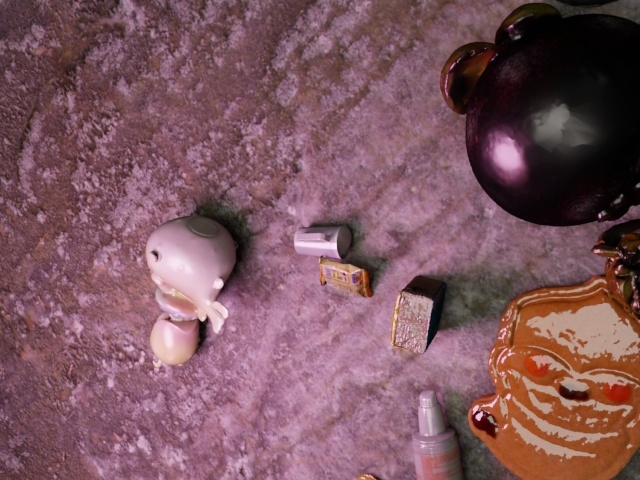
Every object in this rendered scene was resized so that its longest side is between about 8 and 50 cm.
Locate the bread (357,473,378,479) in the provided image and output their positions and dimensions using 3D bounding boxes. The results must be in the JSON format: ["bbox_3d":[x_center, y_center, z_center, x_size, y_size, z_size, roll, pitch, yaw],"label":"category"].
[{"bbox_3d":[0.081,0.620,1.751,0.149,0.065,0.188,18,107,25],"label":"bread"}]

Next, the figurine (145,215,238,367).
[{"bbox_3d":[-0.303,0.147,1.762,0.274,0.226,0.394,44,125,40],"label":"figurine"}]

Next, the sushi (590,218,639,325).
[{"bbox_3d":[0.605,0.064,1.364,0.203,0.200,0.213,-9,89,32],"label":"sushi"}]

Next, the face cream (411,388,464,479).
[{"bbox_3d":[0.244,0.441,1.630,0.101,0.101,0.252,-7,96,24],"label":"face cream"}]

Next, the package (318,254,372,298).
[{"bbox_3d":[0.051,0.079,1.665,0.120,0.031,0.108,15,147,20],"label":"package"}]

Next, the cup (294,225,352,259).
[{"bbox_3d":[0.000,0.000,1.665,0.116,0.104,0.074,3,83,26],"label":"cup"}]

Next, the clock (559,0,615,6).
[{"bbox_3d":[0.491,-0.569,1.388,0.280,0.055,0.281,4,99,22],"label":"clock"}]

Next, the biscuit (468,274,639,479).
[{"bbox_3d":[0.499,0.285,1.519,0.349,0.078,0.456,19,105,16],"label":"biscuit"}]

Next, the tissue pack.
[{"bbox_3d":[0.199,0.148,1.566,0.082,0.169,0.120,11,103,16],"label":"tissue pack"}]

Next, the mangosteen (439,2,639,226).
[{"bbox_3d":[0.411,-0.236,1.319,0.382,0.382,0.435,-39,66,23],"label":"mangosteen"}]
